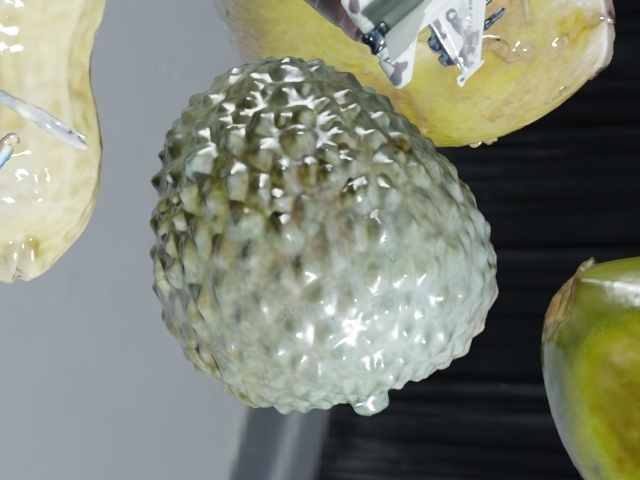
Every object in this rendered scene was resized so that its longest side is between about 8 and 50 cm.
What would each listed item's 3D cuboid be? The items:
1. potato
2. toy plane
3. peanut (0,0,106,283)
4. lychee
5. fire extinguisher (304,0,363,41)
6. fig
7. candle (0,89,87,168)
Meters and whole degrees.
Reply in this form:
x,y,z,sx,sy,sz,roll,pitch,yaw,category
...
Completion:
x,y,z,sx,sy,sz,roll,pitch,yaw,category
0.061,-0.251,1.881,0.319,0.385,0.442,-31,145,-9,potato
0.104,-0.213,1.484,0.234,0.082,0.160,-47,120,-24,toy plane
-0.204,-0.110,1.253,0.130,0.130,0.290,-15,116,-46,peanut
0.000,0.000,1.375,0.255,0.255,0.274,-21,102,-45,lychee
-0.052,-0.258,1.605,0.106,0.252,0.075,-49,168,-8,fire extinguisher
0.179,0.073,0.889,0.166,0.144,0.154,24,26,-14,fig
-0.274,-0.069,0.976,0.330,0.187,0.187,-13,99,-29,candle
